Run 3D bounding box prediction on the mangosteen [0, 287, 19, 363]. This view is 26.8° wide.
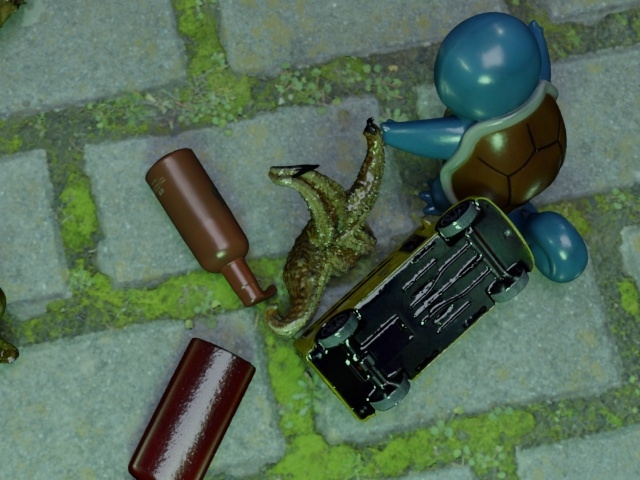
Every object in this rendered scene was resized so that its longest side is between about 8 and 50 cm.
[{"bbox_3d":[-0.508,0.102,1.785,0.230,0.194,0.194,19,71,-28],"label":"mangosteen"}]

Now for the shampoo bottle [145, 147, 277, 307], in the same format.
[{"bbox_3d":[-0.154,-0.013,1.895,0.085,0.085,0.244,-32,82,-13],"label":"shampoo bottle"}]

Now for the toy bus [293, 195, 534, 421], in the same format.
[{"bbox_3d":[0.125,0.082,1.832,0.331,0.151,0.145,-42,105,-8],"label":"toy bus"}]

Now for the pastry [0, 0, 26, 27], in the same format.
[{"bbox_3d":[-0.539,-0.406,1.915,0.275,0.193,0.275,2,72,-5],"label":"pastry"}]

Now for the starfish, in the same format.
[{"bbox_3d":[-0.004,-0.001,1.802,0.113,0.303,0.312,23,60,19],"label":"starfish"}]

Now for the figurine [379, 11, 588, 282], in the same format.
[{"bbox_3d":[0.241,-0.132,1.880,0.298,0.243,0.416,-28,119,-8],"label":"figurine"}]

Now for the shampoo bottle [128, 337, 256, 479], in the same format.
[{"bbox_3d":[-0.186,0.267,1.816,0.102,0.064,0.260,25,73,2],"label":"shampoo bottle"}]
